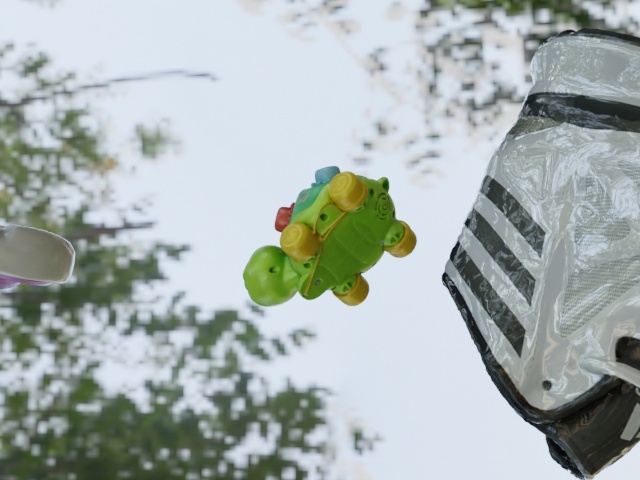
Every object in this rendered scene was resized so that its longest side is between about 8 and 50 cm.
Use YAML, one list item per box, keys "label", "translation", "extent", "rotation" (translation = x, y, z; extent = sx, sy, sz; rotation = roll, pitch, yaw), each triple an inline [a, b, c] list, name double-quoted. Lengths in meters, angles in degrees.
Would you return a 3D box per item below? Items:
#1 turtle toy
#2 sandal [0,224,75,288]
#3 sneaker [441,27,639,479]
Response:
- label: "turtle toy"
  translation: [0.000, 0.000, 1.217]
  extent: [0.130, 0.066, 0.095]
  rotation: [-45, -45, 2]
- label: "sandal"
  translation: [-0.399, 0.020, 1.299]
  extent: [0.169, 0.416, 0.102]
  rotation: [131, 144, -85]
- label: "sneaker"
  translation: [0.263, 0.048, 0.964]
  extent: [0.169, 0.447, 0.257]
  rotation: [43, -109, -48]
